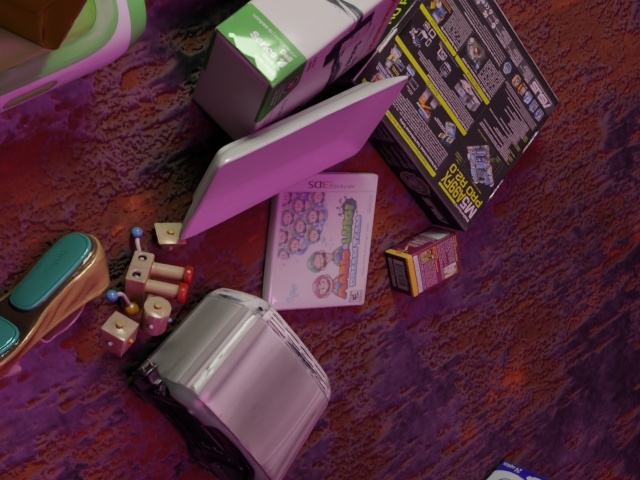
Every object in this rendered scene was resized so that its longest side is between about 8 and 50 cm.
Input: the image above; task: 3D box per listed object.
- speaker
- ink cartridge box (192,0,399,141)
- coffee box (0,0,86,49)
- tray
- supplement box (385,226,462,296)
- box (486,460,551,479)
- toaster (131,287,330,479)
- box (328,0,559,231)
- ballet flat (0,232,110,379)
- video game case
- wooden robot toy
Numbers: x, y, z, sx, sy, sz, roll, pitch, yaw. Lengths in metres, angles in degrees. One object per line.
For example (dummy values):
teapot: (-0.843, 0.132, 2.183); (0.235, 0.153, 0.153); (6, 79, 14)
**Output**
speaker: (-0.304, -0.172, 1.247); (0.297, 0.131, 0.131); (-30, 118, -31)
ink cartridge box: (-0.019, -0.208, 1.449); (0.087, 0.153, 0.208); (45, 65, 7)
coffee box: (-0.263, -0.372, 1.024); (0.338, 0.338, 0.334); (25, 84, -14)
tray: (-0.032, -0.096, 1.483); (0.270, 0.145, 0.030); (-29, 74, -37)
supplement box: (0.125, 0.025, 1.705); (0.083, 0.043, 0.055); (-25, 116, -32)
box: (0.255, 0.373, 1.845); (0.137, 0.126, 0.072); (-44, 126, -24)
toaster: (-0.093, 0.153, 1.504); (0.146, 0.129, 0.227); (-52, 126, -23)
box: (0.148, -0.177, 1.664); (0.216, 0.060, 0.270); (-53, 127, -16)
ballet flat: (-0.289, 0.088, 1.360); (0.232, 0.080, 0.073); (-42, 139, -23)
video game case: (0.000, 0.000, 1.612); (0.143, 0.019, 0.157); (-1, 102, -39)
wooden robot toy: (-0.176, 0.061, 1.442); (0.079, 0.076, 0.173); (109, -3, -45)
